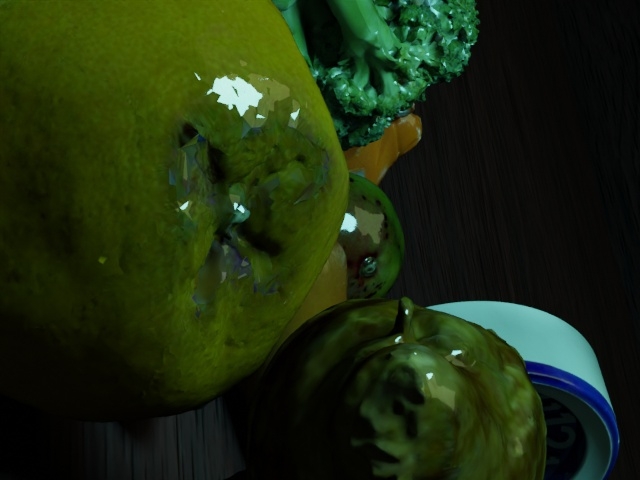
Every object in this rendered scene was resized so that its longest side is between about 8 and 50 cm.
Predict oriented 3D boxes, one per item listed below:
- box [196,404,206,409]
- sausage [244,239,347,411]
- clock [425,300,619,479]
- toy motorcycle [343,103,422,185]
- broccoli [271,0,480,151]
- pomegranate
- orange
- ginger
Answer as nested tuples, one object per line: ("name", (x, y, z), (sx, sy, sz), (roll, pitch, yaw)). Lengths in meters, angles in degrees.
("box", (-0.135, -0.069, 1.081), (0.289, 0.073, 0.290), (-83, 149, -57))
("sausage", (-0.016, 0.080, 1.200), (0.076, 0.076, 0.197), (-50, 138, -72))
("clock", (0.105, 0.144, 1.314), (0.230, 0.230, 0.083), (54, 18, -43))
("toy motorcycle", (-0.006, -0.150, 1.504), (0.221, 0.148, 0.325), (89, -11, -70))
("broccoli", (-0.021, -0.188, 1.260), (0.270, 0.270, 0.270), (56, 18, -73))
("pomegranate", (0.002, 0.004, 1.378), (0.130, 0.130, 0.130), (58, 20, -35))
("orange", (-0.098, -0.025, 0.861), (0.183, 0.249, 0.249), (14, -41, 54))
("ginger", (-0.001, 0.162, 0.890), (0.152, 0.357, 0.274), (34, 37, 2))
